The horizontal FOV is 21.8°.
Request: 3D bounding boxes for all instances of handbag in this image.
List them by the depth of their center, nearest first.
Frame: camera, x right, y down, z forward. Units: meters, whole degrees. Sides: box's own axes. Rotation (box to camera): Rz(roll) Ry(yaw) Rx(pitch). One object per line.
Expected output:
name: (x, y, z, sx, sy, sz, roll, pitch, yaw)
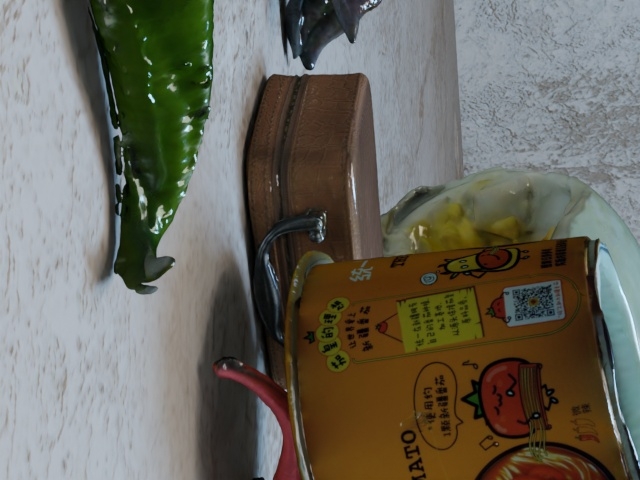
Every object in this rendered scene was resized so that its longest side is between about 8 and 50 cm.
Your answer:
handbag: (0.000, 0.000, 1.086, 0.151, 0.072, 0.193, -79, 167, -57)

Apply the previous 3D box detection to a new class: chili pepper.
chili pepper: (-0.076, -0.132, 0.602, 0.085, 0.076, 0.359, -119, -165, -46)

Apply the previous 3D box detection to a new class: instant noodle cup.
instant noodle cup: (0.091, 0.095, 0.933, 0.216, 0.172, 0.216, -13, 90, -75)

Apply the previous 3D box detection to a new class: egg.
egg: (0.157, 0.120, 1.410, 0.278, 0.278, 0.336, -71, 152, -67)

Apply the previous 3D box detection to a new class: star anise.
star anise: (0.029, -0.214, 1.160, 0.204, 0.061, 0.181, -58, -160, 21)

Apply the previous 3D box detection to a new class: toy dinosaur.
toy dinosaur: (-0.022, 0.167, 0.978, 0.139, 0.070, 0.286, -102, 180, -69)
